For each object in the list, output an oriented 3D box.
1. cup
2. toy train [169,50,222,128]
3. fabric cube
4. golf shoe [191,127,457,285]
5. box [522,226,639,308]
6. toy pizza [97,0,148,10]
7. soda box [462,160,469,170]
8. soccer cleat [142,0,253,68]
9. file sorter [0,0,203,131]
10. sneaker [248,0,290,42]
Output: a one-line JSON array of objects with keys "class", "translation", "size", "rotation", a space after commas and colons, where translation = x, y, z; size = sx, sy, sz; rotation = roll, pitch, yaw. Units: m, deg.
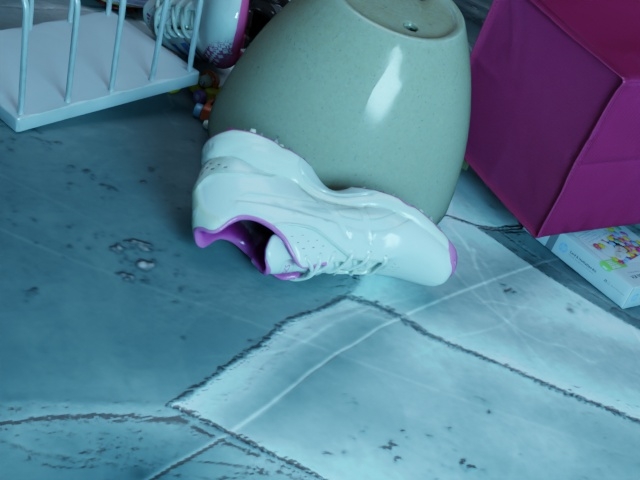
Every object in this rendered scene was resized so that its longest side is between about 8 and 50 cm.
[{"class": "cup", "translation": [0.053, -0.193, 1.199], "size": [0.331, 0.237, 0.331], "rotation": [14, 41, -13]}, {"class": "toy train", "translation": [-0.180, -0.209, 1.335], "size": [0.166, 0.046, 0.125], "rotation": [23, 27, 3]}, {"class": "fabric cube", "translation": [0.365, -0.186, 1.331], "size": [0.258, 0.259, 0.254], "rotation": [-6, 45, -31]}, {"class": "golf shoe", "translation": [0.000, 0.000, 1.055], "size": [0.306, 0.115, 0.140], "rotation": [23, 57, -9]}, {"class": "box", "translation": [0.388, 0.016, 1.339], "size": [0.145, 0.038, 0.186], "rotation": [-6, 39, -39]}, {"class": "toy pizza", "translation": [-0.331, -0.414, 1.608], "size": [0.201, 0.032, 0.201], "rotation": [16, 27, -8]}, {"class": "soda box", "translation": [0.231, -0.174, 1.538], "size": [0.058, 0.061, 0.181], "rotation": [25, 28, 8]}, {"class": "soccer cleat", "translation": [-0.175, -0.301, 1.367], "size": [0.143, 0.116, 0.331], "rotation": [10, 4, -13]}, {"class": "file sorter", "translation": [-0.301, -0.280, 1.204], "size": [0.193, 0.173, 0.277], "rotation": [37, 40, 26]}, {"class": "sneaker", "translation": [-0.116, -0.397, 1.657], "size": [0.124, 0.107, 0.283], "rotation": [-17, 46, -41]}]
